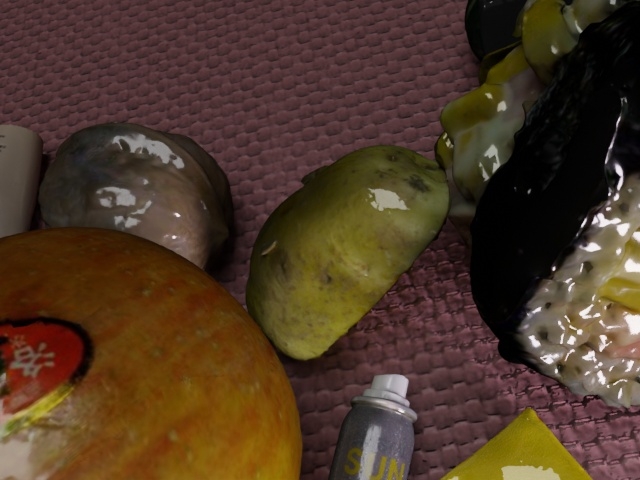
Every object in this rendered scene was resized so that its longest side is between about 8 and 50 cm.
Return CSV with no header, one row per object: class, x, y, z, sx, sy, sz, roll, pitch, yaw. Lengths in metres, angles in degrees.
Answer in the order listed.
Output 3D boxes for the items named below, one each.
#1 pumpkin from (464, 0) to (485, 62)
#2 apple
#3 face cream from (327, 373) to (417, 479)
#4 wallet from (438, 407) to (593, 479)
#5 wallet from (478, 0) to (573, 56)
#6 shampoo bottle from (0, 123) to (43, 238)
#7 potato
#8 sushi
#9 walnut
pumpkin,0.278,-0.285,0.819,0.211,0.152,0.212,-24,38,20
apple,-0.198,0.178,0.561,0.400,0.401,0.333,33,46,27
face cream,0.034,0.261,0.630,0.073,0.073,0.284,8,64,18
wallet,0.208,0.280,0.586,0.141,0.067,0.241,-37,55,-2
wallet,0.343,-0.170,0.725,0.322,0.041,0.247,-10,104,8
shampoo bottle,-0.441,-0.032,0.908,0.127,0.078,0.257,0,64,10
potato,0.000,0.000,0.680,0.272,0.111,0.160,-49,25,35
sushi,0.281,-0.055,0.607,0.328,0.328,0.285,9,33,-14
walnut,-0.206,-0.036,0.785,0.224,0.224,0.224,-6,61,11
